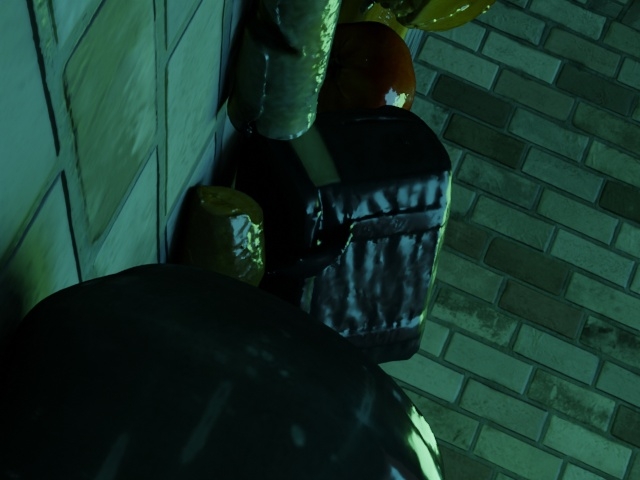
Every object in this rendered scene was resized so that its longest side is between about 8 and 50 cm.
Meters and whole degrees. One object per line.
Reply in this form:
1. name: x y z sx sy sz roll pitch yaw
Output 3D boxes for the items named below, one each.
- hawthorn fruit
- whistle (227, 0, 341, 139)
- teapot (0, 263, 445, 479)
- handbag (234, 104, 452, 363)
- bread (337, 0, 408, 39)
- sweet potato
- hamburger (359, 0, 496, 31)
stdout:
1. hawthorn fruit: 0.039 -0.147 1.245 0.125 0.140 0.125 -30 -150 19
2. whistle: -0.010 -0.186 0.844 0.068 0.057 0.326 -16 150 -24
3. teapot: -0.120 0.204 0.612 0.300 0.253 0.344 -16 -146 51
4. handbag: 0.000 0.000 1.160 0.181 0.181 0.254 53 -37 44
5. bread: 0.024 -0.171 1.352 0.074 0.092 0.239 3 -116 51
6. sweet potato: -0.088 0.038 1.072 0.244 0.077 0.077 105 9 -53
7. hamburger: 0.134 -0.339 1.186 0.314 0.170 0.290 -64 171 8
